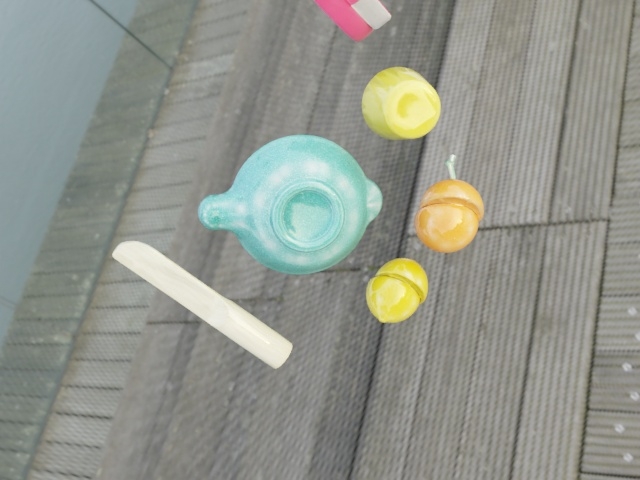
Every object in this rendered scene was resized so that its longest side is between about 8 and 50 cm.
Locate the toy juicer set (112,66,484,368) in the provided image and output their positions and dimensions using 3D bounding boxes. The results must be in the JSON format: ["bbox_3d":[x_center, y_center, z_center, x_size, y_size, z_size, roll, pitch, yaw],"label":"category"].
[{"bbox_3d":[0.000,0.000,0.854,0.329,0.209,0.089,-32,16,-1],"label":"toy juicer set"}]

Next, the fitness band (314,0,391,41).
[{"bbox_3d":[-0.017,-0.334,1.013,0.054,0.291,0.209,-37,65,13],"label":"fitness band"}]
